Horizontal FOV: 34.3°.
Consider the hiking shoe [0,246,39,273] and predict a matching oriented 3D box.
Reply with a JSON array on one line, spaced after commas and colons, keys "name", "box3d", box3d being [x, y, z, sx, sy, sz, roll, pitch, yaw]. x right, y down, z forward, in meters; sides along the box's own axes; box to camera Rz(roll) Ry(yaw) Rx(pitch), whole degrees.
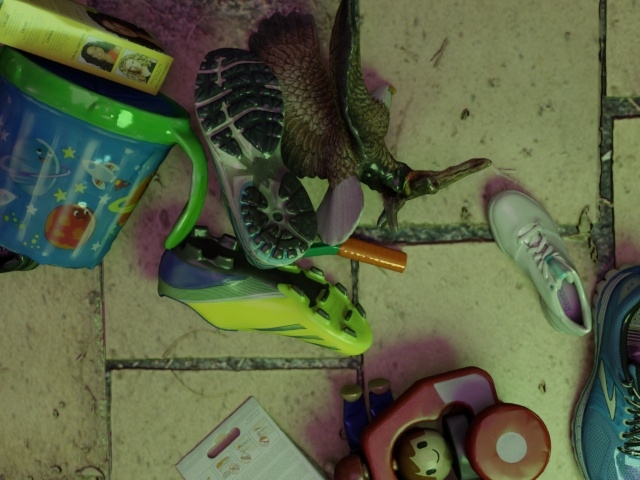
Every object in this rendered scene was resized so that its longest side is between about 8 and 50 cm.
[{"name": "hiking shoe", "box3d": [-0.469, 0.004, 1.298, 0.227, 0.114, 0.086, -1, 92, -1]}]

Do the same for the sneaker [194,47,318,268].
[{"name": "sneaker", "box3d": [-0.096, -0.094, 1.257, 0.110, 0.122, 0.283, -9, 76, -21]}]

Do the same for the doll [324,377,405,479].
[{"name": "doll", "box3d": [0.067, 0.280, 1.355, 0.129, 0.046, 0.189, -12, 99, -10]}]

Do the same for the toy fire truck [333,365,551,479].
[{"name": "toy fire truck", "box3d": [0.156, 0.322, 1.282, 0.254, 0.169, 0.302, -15, 88, -7]}]

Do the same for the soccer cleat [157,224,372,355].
[{"name": "soccer cleat", "box3d": [-0.073, 0.082, 1.337, 0.289, 0.093, 0.121, 25, 122, -6]}]

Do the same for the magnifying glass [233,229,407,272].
[{"name": "magnifying glass", "box3d": [0.000, 0.000, 1.337, 0.231, 0.026, 0.092, 14, 51, -8]}]

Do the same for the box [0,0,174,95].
[{"name": "box", "box3d": [-0.293, -0.244, 1.221, 0.232, 0.087, 0.058, 14, 115, -39]}]

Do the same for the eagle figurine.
[{"name": "eagle figurine", "box3d": [0.029, -0.163, 1.272, 0.226, 0.225, 0.298, -35, 103, 11]}]

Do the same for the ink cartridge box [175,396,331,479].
[{"name": "ink cartridge box", "box3d": [-0.080, 0.320, 1.367, 0.145, 0.045, 0.179, -42, 74, 1]}]

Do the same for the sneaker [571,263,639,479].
[{"name": "sneaker", "box3d": [0.398, 0.198, 1.308, 0.130, 0.147, 0.329, 1, 93, -1]}]

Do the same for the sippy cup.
[{"name": "sippy cup", "box3d": [-0.305, -0.095, 1.256, 0.240, 0.305, 0.224, 13, 107, -45]}]

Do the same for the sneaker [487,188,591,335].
[{"name": "sneaker", "box3d": [0.290, 0.026, 1.325, 0.080, 0.094, 0.212, -32, 92, 2]}]
